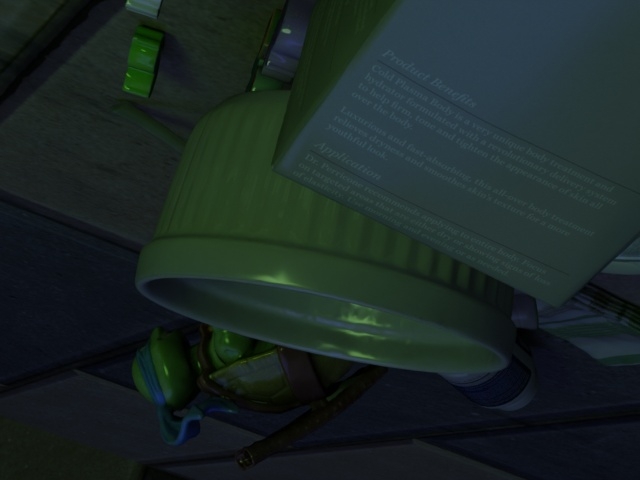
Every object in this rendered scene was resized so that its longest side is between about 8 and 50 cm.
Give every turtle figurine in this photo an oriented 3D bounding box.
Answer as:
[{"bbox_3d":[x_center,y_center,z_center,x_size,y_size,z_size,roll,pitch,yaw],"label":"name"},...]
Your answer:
[{"bbox_3d":[0.000,0.000,1.082,0.266,0.274,0.198,-10,128,7],"label":"turtle figurine"}]

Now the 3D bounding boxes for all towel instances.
[{"bbox_3d":[0.195,0.062,1.235,0.152,0.023,0.113,25,161,-26],"label":"towel"}]

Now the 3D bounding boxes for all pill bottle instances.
[{"bbox_3d":[0.135,0.098,1.331,0.067,0.067,0.120,6,161,31],"label":"pill bottle"}]

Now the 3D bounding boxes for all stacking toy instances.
[{"bbox_3d":[-0.023,-0.093,0.885,0.167,0.052,0.221,18,164,-5],"label":"stacking toy"}]

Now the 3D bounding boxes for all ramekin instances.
[{"bbox_3d":[0.010,-0.004,0.890,0.207,0.109,0.207,11,168,2],"label":"ramekin"}]

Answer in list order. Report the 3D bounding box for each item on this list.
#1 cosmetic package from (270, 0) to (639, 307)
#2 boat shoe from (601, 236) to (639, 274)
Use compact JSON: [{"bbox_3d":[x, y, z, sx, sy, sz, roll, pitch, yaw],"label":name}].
[{"bbox_3d":[0.094,-0.094,0.522,0.127,0.107,0.238,27,134,-15],"label":"cosmetic package"},{"bbox_3d":[0.201,-0.034,0.840,0.227,0.079,0.081,-1,150,31],"label":"boat shoe"}]
